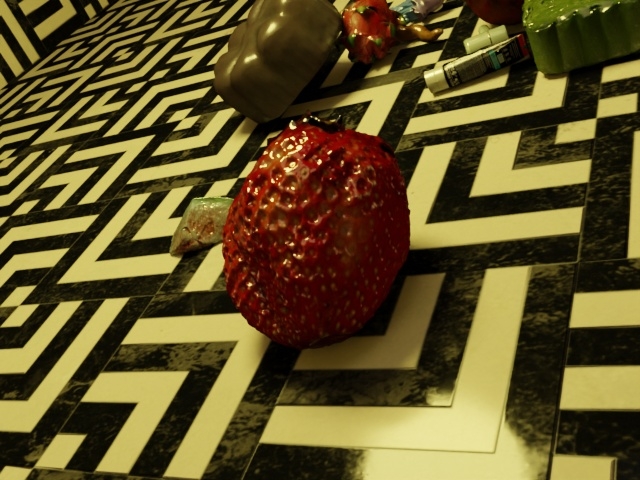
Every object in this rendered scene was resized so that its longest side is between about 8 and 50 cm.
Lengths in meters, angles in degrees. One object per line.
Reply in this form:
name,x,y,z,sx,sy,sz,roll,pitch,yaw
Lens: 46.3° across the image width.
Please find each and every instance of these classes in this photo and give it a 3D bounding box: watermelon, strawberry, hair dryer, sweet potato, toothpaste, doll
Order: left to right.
watermelon,-0.192,-0.030,1.302,0.180,0.081,0.094,-24,56,13
strawberry,0.000,0.000,0.966,0.238,0.250,0.289,3,53,-15
doll,0.217,-0.545,1.758,0.205,0.067,0.110,-16,45,36
sweet potato,0.207,-0.460,1.657,0.044,0.044,0.179,-42,41,-24
toothpaste,0.289,-0.323,1.380,0.193,0.071,0.045,-19,58,21
hair dryer,0.324,-0.400,1.482,0.081,0.047,0.137,-18,26,14

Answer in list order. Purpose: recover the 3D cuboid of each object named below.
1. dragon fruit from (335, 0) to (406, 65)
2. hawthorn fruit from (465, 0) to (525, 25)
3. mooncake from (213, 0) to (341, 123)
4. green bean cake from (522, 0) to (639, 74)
dragon fruit,0.109,-0.491,1.646,0.137,0.135,0.236,-14,55,44
hawthorn fruit,0.369,-0.526,1.489,0.215,0.215,0.249,-24,-4,3
mooncake,-0.096,-0.407,1.594,0.306,0.154,0.306,-41,32,32
green bean cake,0.462,-0.387,1.292,0.214,0.113,0.200,-10,37,25
